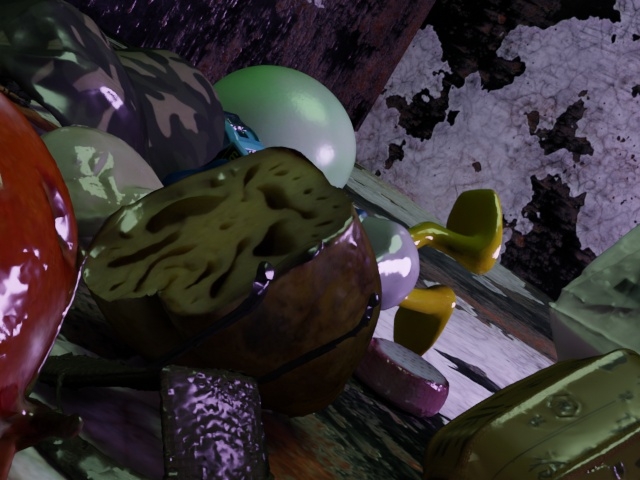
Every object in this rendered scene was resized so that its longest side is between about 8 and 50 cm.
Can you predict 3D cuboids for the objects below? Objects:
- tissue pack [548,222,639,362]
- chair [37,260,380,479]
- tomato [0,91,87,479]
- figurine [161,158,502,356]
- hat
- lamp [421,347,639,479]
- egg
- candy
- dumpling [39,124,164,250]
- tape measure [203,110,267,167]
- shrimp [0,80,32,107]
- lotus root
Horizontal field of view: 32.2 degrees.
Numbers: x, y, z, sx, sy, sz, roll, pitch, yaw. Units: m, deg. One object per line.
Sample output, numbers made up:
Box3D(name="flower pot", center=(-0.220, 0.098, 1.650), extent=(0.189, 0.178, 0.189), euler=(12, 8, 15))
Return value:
Box3D(name="tissue pack", center=(0.356, 0.177, 0.917), extent=(0.266, 0.194, 0.356), euler=(40, -19, 46))
Box3D(name="chair", center=(-0.067, 0.110, 0.646), extent=(0.213, 0.149, 0.174), euler=(-15, -18, 34))
Box3D(name="tomato", center=(-0.233, -0.021, 0.524), extent=(0.309, 0.170, 0.309), euler=(31, 7, -4))
Box3D(name="figurine", center=(-0.026, -0.023, 1.168), extent=(0.338, 0.204, 0.284), euler=(19, 3, -36))
Box3D(name="hat", center=(-0.254, -0.196, 1.249), extent=(0.366, 0.257, 0.381), euler=(32, 45, 10))
Box3D(name="lamp", center=(0.167, 0.165, 0.742), extent=(0.185, 0.161, 0.161), euler=(-23, 38, -24))
Box3D(name="egg", center=(-0.069, -0.145, 1.624), extent=(0.220, 0.220, 0.270), euler=(24, -4, -41))
Box3D(name="candy", center=(0.083, 0.139, 1.130), extent=(0.103, 0.043, 0.103), euler=(30, 8, -5))
Box3D(name="dumpling", center=(-0.196, -0.034, 0.956), extent=(0.199, 0.118, 0.136), euler=(1, 21, -29))
Box3D(name="tape measure", center=(-0.131, -0.092, 1.444), extent=(0.081, 0.125, 0.146), euler=(10, 35, -43))
Box3D(name="shrimp", center=(-0.384, -0.219, 1.477), extent=(0.076, 0.082, 0.174), euler=(29, 0, 16))
Box3D(name="lotus root", center=(-0.055, 0.053, 0.822), extent=(0.188, 0.199, 0.180), euler=(-122, -167, -56))
